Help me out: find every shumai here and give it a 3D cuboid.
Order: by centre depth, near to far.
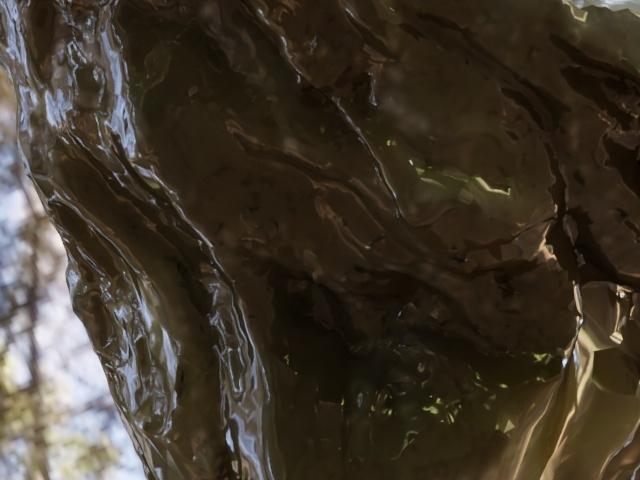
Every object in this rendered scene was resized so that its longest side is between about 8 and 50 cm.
[{"bbox_3d":[0.000,0.000,0.598,0.314,0.267,0.262,24,-75,-16],"label":"shumai"}]
